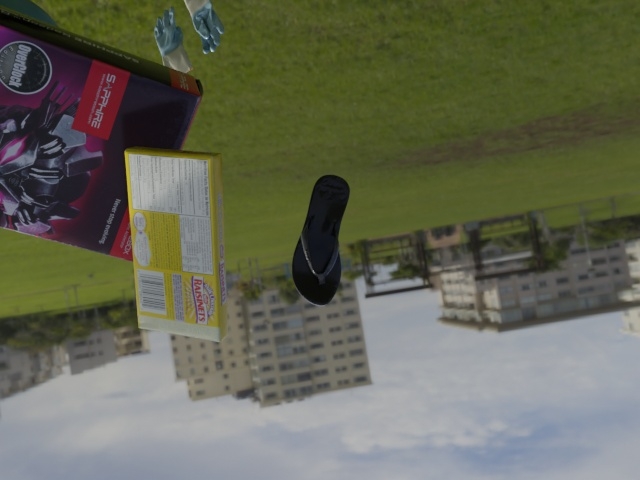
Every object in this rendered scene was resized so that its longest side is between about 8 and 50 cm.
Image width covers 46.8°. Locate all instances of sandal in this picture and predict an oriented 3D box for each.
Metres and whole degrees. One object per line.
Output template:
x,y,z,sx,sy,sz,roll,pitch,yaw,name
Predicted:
-0.001,-0.001,1.420,0.097,0.255,0.054,6,-179,-4,sandal

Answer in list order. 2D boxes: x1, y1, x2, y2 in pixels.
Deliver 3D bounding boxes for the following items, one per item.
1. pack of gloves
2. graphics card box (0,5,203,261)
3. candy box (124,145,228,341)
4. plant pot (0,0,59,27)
-0.318,-0.514,1.830,0.195,0.232,0.046,-32,152,23,pack of gloves
-0.345,-0.133,0.833,0.370,0.233,0.094,18,-158,-23,graphics card box
-0.153,0.005,0.794,0.105,0.206,0.027,6,-161,17,candy box
-0.765,-0.396,1.722,0.293,0.293,0.235,-10,-139,11,plant pot
